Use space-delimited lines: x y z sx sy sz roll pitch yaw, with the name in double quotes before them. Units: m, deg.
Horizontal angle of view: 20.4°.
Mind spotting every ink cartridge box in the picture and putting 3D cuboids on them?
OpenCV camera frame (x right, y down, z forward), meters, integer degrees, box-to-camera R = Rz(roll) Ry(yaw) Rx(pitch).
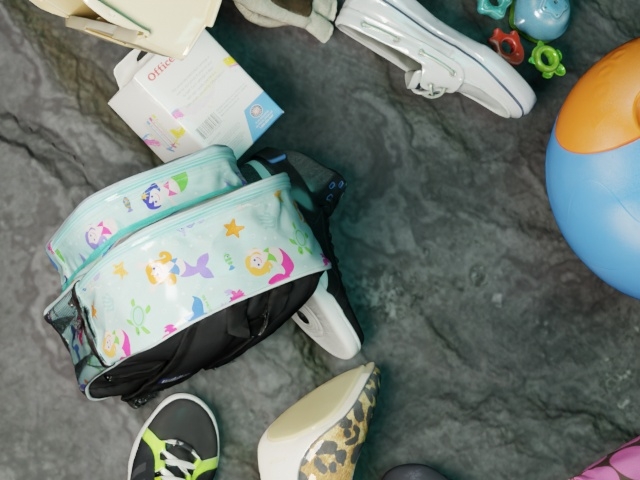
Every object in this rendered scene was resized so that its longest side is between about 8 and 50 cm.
"ink cartridge box" -0.127 -0.135 1.708 0.143 0.090 0.092 47 64 -7

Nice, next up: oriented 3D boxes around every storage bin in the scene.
"storage bin" -0.162 -0.310 1.602 0.123 0.262 0.260 18 92 -25

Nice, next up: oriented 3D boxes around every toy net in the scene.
"toy net" 0.165 -0.257 1.899 0.232 0.045 0.122 22 71 -17

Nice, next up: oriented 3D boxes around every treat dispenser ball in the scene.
"treat dispenser ball" 0.375 -0.073 1.809 0.288 0.288 0.288 6 75 -23

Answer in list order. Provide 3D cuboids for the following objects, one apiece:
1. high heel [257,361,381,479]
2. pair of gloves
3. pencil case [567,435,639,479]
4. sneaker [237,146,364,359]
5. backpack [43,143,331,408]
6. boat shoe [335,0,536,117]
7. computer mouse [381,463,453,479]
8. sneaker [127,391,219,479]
"high heel" 0.014 0.256 1.698 0.261 0.093 0.186 -49 117 -34
"pair of gloves" -0.046 -0.335 1.780 0.204 0.042 0.240 24 69 -44
"pencil case" 0.352 0.249 1.836 0.209 0.095 0.098 -23 103 -25
"sneaker" 0.000 0.000 1.739 0.121 0.079 0.217 -39 94 -25
"backpack" -0.118 0.027 1.582 0.225 0.253 0.191 -22 87 -26
"boat shoe" 0.115 -0.184 1.846 0.226 0.083 0.076 35 77 -1
"computer mouse" 0.166 0.286 1.715 0.242 0.041 0.071 29 40 10
"sneaker" -0.137 0.249 1.607 0.084 0.097 0.235 23 69 -18
